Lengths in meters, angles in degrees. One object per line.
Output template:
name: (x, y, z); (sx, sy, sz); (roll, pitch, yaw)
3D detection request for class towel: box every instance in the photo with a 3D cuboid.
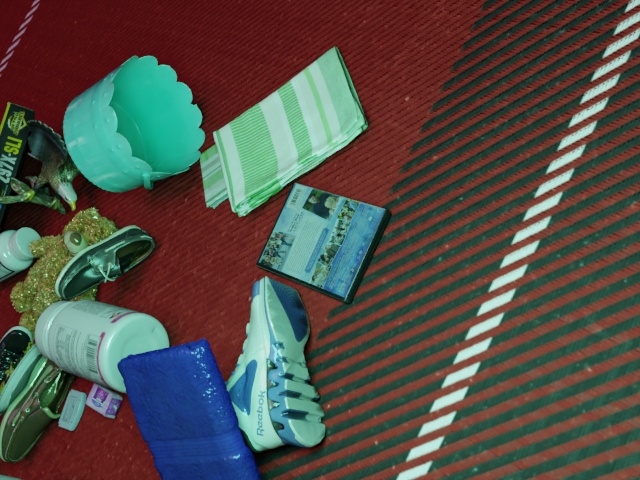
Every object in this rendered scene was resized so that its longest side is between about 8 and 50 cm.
towel: (-0.212, 0.320, 1.528); (0.227, 0.076, 0.308); (-15, 99, 38)
towel: (-0.205, -0.152, 1.916); (0.113, 0.023, 0.152); (-30, 50, 23)
towel: (-0.069, -0.221, 1.804); (0.324, 0.038, 0.248); (-33, 50, 19)

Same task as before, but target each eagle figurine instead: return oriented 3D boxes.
eagle figurine: (-0.608, -0.177, 2.148); (0.298, 0.225, 0.226); (-45, 2, 33)

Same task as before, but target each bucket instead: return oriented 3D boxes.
bucket: (-0.409, -0.244, 1.967); (0.183, 0.281, 0.281); (-19, 57, 34)

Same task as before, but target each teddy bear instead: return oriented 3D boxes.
teddy bear: (-0.606, 0.075, 2.080); (0.338, 0.113, 0.245); (-30, 54, 26)

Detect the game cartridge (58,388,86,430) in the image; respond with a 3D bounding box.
game cartridge: (-0.533, 0.365, 1.936); (0.056, 0.017, 0.083); (4, 72, 46)

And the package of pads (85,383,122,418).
package of pads: (-0.451, 0.332, 1.869); (0.083, 0.032, 0.050); (15, 81, 44)

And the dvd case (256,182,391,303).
dvd case: (0.000, 0.000, 1.658); (0.253, 0.022, 0.180); (20, 83, 44)

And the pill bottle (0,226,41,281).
pill bottle: (-0.791, 0.038, 2.259); (0.193, 0.108, 0.108); (-24, 55, 30)

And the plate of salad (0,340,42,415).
plate of salad: (-0.670, 0.298, 1.990); (0.200, 0.048, 0.200); (-60, 1, 2)

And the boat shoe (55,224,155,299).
boat shoe: (-0.463, 0.052, 1.934); (0.233, 0.084, 0.079); (-36, 47, -24)

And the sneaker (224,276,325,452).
sneaker: (-0.112, 0.229, 1.563); (0.182, 0.127, 0.316); (-27, 55, 26)

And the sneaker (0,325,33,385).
sneaker: (-0.719, 0.310, 2.046); (0.217, 0.079, 0.121); (-61, 17, 18)

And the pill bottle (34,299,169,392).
pill bottle: (-0.456, 0.208, 1.846); (0.283, 0.160, 0.160); (8, 74, 43)

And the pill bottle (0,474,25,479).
pill bottle: (-0.621, 0.668, 1.707); (0.229, 0.229, 0.408); (2, 70, 41)

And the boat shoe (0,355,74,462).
boat shoe: (-0.613, 0.367, 1.951); (0.095, 0.095, 0.257); (16, 79, 38)

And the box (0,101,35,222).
box: (-0.825, -0.162, 2.332); (0.257, 0.079, 0.322); (149, 135, -64)
